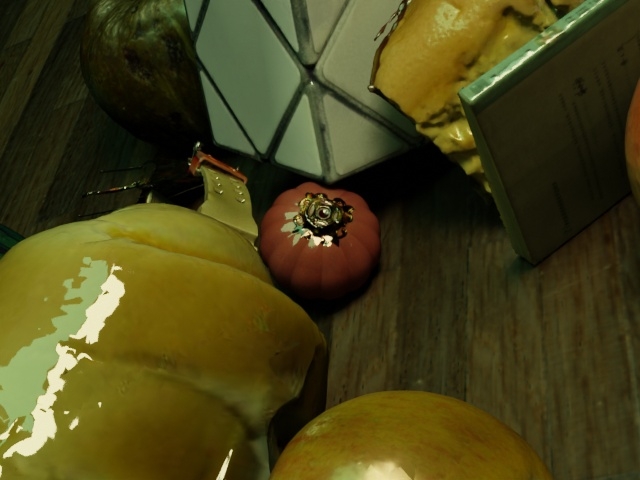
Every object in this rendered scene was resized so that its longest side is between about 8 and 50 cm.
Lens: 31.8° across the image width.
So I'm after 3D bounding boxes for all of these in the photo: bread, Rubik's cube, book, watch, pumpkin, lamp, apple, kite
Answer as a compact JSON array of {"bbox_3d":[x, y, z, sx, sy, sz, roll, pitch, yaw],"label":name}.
[{"bbox_3d":[0.173,-0.174,0.920,0.262,0.204,0.162,-57,14,-24],"label":"bread"},{"bbox_3d":[0.014,-0.192,1.034,0.205,0.207,0.205,-23,28,-29],"label":"Rubik's cube"},{"bbox_3d":[0.241,-0.121,0.825,0.283,0.215,0.025,-35,50,-3],"label":"book"},{"bbox_3d":[-0.123,-0.003,1.048,0.165,0.102,0.268,-52,27,31],"label":"watch"},{"bbox_3d":[-0.155,-0.229,1.233,0.232,0.242,0.325,-42,31,-24],"label":"pumpkin"},{"bbox_3d":[0.000,0.000,0.973,0.107,0.092,0.107,1,60,-2],"label":"lamp"},{"bbox_3d":[0.057,0.173,0.664,0.155,0.182,0.182,2,49,28],"label":"apple"},{"bbox_3d":[-0.171,-0.061,1.173,0.160,0.010,0.183,-11,-11,-22],"label":"kite"},{"bbox_3d":[-0.108,0.139,0.738,0.210,0.300,0.341,4,48,34],"label":"bread"}]

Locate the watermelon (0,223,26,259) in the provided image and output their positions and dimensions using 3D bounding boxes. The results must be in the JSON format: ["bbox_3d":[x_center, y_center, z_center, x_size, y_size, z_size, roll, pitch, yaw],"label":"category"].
[{"bbox_3d":[-0.338,0.142,0.882,0.363,0.363,0.363,-21,38,18],"label":"watermelon"}]

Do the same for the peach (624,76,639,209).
[{"bbox_3d":[0.292,-0.066,0.751,0.184,0.184,0.184,-21,38,18],"label":"peach"}]
